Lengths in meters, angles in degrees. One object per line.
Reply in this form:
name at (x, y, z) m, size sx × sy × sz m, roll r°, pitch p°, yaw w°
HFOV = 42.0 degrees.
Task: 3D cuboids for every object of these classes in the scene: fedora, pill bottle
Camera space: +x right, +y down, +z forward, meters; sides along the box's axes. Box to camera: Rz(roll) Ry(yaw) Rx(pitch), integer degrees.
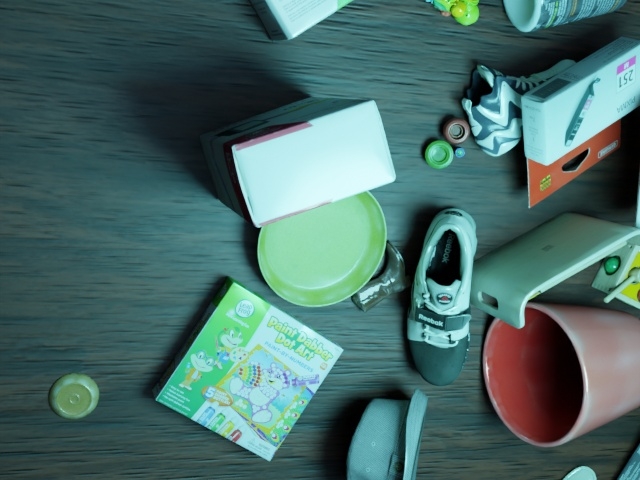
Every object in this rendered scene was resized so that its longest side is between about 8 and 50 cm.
fedora at (0.117, 0.402, 1.533) m, size 0.124 × 0.244 × 0.276 m, roll 9°, pitch 99°, yaw 11°
pill bottle at (0.461, -0.460, 1.489) m, size 0.245 × 0.130 × 0.130 m, roll -16°, pitch 105°, yaw -14°

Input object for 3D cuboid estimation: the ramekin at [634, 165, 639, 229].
ramekin at (0.654, -0.134, 1.533) m, size 0.127 × 0.273 × 0.273 m, roll 5°, pitch 102°, yaw 19°

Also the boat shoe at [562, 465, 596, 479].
boat shoe at (0.527, 0.574, 1.769) m, size 0.065 × 0.075 × 0.206 m, roll 27°, pitch 86°, yaw -63°

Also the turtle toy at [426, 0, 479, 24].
turtle toy at (0.231, -0.428, 1.457) m, size 0.130 × 0.066 × 0.095 m, roll 34°, pitch 66°, yaw -23°

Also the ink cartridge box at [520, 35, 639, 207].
ink cartridge box at (0.481, -0.207, 1.514) m, size 0.275 × 0.060 × 0.239 m, roll -31°, pitch 128°, yaw -23°

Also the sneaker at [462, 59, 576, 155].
sneaker at (0.353, -0.282, 1.509) m, size 0.235 × 0.094 × 0.153 m, roll -38°, pitch 118°, yaw 4°

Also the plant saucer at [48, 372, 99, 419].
plant saucer at (-0.420, 0.268, 1.422) m, size 0.083 × 0.015 × 0.083 m, roll -3°, pitch 102°, yaw -17°

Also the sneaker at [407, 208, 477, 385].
sneaker at (0.213, 0.111, 1.504) m, size 0.122 × 0.146 × 0.331 m, roll 4°, pitch 97°, yaw 13°

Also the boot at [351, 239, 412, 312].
boot at (0.102, 0.068, 1.536) m, size 0.114 × 0.037 × 0.106 m, roll -26°, pitch 105°, yaw -6°

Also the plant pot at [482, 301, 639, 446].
plant pot at (0.487, 0.240, 1.581) m, size 0.243 × 0.275 × 0.275 m, roll -3°, pitch 102°, yaw -28°

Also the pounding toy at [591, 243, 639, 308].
pounding toy at (0.616, 0.077, 1.662) m, size 0.141 × 0.100 × 0.130 m, roll 24°, pitch 93°, yaw -20°

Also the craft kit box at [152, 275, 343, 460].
craft kit box at (-0.126, 0.231, 1.488) m, size 0.250 × 0.061 × 0.247 m, roll 33°, pitch 87°, yaw -21°

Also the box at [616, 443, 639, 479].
box at (0.790, 0.557, 1.793) m, size 0.318 × 0.097 × 0.395 m, roll 22°, pitch 102°, yaw -22°

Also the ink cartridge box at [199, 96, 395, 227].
ink cartridge box at (-0.049, -0.132, 1.302) m, size 0.226 × 0.306 × 0.131 m, roll -21°, pitch 107°, yaw -13°

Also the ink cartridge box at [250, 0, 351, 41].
ink cartridge box at (-0.051, -0.488, 1.331) m, size 0.198 × 0.115 × 0.273 m, roll -34°, pitch 109°, yaw -9°

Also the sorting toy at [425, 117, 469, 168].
sorting toy at (0.236, -0.176, 1.529) m, size 0.061 × 0.042 × 0.102 m, roll 38°, pitch 100°, yaw -5°

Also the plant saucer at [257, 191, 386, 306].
plant saucer at (0.000, 0.000, 1.473) m, size 0.241 × 0.037 × 0.241 m, roll -7°, pitch 111°, yaw -19°

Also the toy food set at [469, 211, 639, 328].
toy food set at (0.433, 0.053, 1.537) m, size 0.306 × 0.220 × 0.092 m, roll -28°, pitch 108°, yaw -11°
